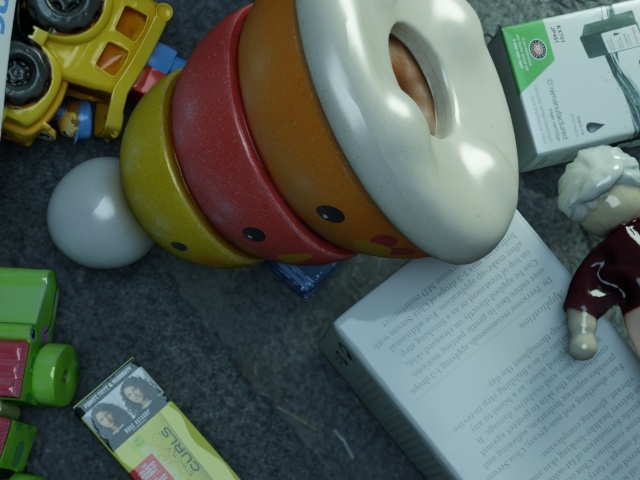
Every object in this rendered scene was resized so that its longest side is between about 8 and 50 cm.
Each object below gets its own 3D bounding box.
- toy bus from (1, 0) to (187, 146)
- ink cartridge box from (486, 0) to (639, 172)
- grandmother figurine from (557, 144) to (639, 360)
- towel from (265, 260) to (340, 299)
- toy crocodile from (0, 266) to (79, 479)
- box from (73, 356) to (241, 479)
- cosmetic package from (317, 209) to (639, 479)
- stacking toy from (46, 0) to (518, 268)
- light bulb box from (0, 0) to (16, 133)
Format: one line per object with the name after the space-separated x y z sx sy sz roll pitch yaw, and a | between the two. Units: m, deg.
-0.244 -0.176 1.577 0.211 0.149 0.220 30 80 -16 | toy bus
0.307 -0.176 1.647 0.208 0.087 0.153 -14 81 -9 | ink cartridge box
0.331 0.059 1.457 0.207 0.104 0.342 -19 72 -17 | grandmother figurine
0.000 0.000 1.613 0.067 0.029 0.119 43 79 3 | towel
-0.327 0.190 1.490 0.115 0.105 0.341 7 77 15 | toy crocodile
-0.150 0.236 1.537 0.087 0.058 0.232 -40 86 -12 | box
0.229 0.202 1.528 0.230 0.161 0.453 -37 84 -12 | cosmetic package
-0.074 -0.080 1.478 0.479 0.350 0.351 -22 80 29 | stacking toy
-0.485 -0.228 1.377 0.225 0.361 0.358 -16 60 31 | light bulb box
